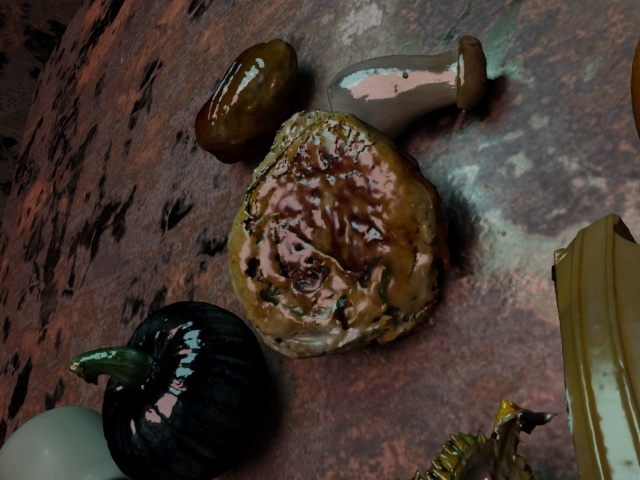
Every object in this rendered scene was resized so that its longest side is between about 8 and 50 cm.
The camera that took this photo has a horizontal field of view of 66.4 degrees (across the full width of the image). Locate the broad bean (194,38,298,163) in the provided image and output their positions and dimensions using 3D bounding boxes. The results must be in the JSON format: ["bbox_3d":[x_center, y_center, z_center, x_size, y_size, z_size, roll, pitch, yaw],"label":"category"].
[{"bbox_3d":[-0.117,-0.227,0.811,0.228,0.122,0.156,-45,21,16],"label":"broad bean"}]

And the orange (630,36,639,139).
[{"bbox_3d":[0.290,-0.099,0.281,0.206,0.206,0.206,-20,61,40],"label":"orange"}]

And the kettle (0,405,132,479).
[{"bbox_3d":[-0.366,0.434,0.754,0.317,0.205,0.265,6,76,45],"label":"kettle"}]

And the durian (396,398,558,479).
[{"bbox_3d":[0.096,0.234,0.356,0.137,0.193,0.238,-9,61,54],"label":"durian"}]

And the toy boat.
[{"bbox_3d":[0.214,0.099,0.284,0.115,0.089,0.310,-25,29,36],"label":"toy boat"}]

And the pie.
[{"bbox_3d":[0.001,0.000,0.566,0.307,0.085,0.309,-3,83,27],"label":"pie"}]

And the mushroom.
[{"bbox_3d":[0.094,-0.178,0.601,0.225,0.093,0.116,-17,80,32],"label":"mushroom"}]

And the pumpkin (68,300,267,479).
[{"bbox_3d":[-0.202,0.191,0.643,0.247,0.247,0.248,-20,61,40],"label":"pumpkin"}]
